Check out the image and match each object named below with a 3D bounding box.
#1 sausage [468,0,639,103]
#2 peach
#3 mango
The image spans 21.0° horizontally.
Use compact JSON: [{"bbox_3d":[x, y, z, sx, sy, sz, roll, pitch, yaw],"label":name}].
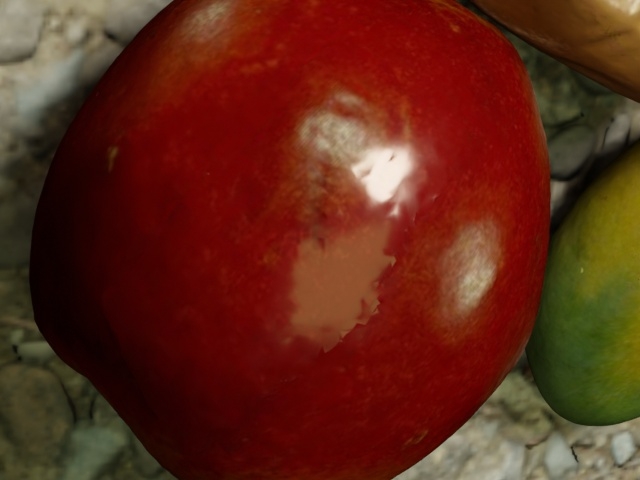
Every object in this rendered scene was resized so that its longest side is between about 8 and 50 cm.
[{"bbox_3d":[0.113,-0.143,0.745,0.241,0.136,0.120,32,102,-27],"label":"sausage"},{"bbox_3d":[0.000,0.000,0.738,0.243,0.199,0.243,-12,123,-19],"label":"peach"},{"bbox_3d":[0.178,0.017,0.883,0.130,0.092,0.195,14,120,-28],"label":"mango"}]
